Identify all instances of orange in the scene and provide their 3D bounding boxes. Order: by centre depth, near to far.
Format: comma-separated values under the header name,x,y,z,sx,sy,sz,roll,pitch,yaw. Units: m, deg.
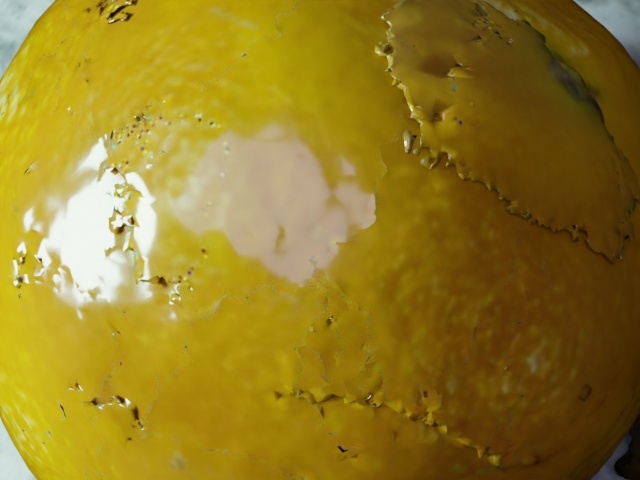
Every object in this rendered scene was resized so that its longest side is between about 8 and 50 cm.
name,x,y,z,sx,sy,sz,roll,pitch,yaw
orange,0.000,0.000,0.447,0.246,0.246,0.246,-3,74,11

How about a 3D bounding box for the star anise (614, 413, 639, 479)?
name,x,y,z,sx,sy,sz,roll,pitch,yaw
star anise,0.195,0.060,0.461,0.144,0.158,0.141,23,79,-6
